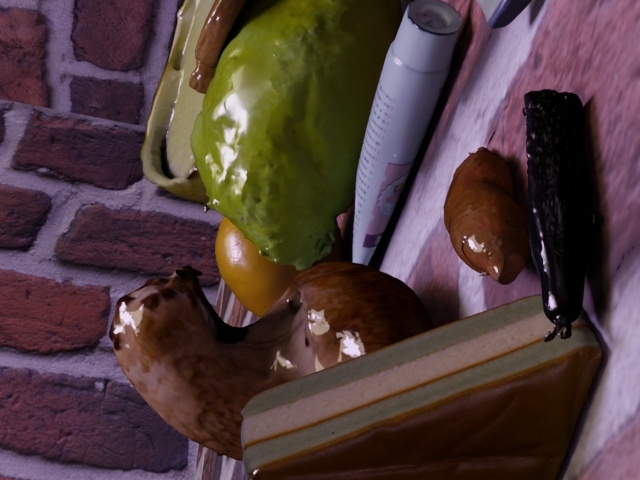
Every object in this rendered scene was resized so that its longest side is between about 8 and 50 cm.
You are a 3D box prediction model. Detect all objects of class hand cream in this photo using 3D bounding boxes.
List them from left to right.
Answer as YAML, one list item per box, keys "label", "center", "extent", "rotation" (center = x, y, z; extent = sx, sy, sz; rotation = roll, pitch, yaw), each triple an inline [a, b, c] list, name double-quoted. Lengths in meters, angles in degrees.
- label: "hand cream"
  center: [0.060, -0.082, 1.005]
  extent: [0.331, 0.058, 0.085]
  rotation: [109, 166, -47]

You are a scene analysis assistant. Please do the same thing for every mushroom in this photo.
- label: "mushroom"
  center: [-0.013, 0.136, 0.833]
  extent: [0.267, 0.254, 0.267]
  rotation: [2, -90, -73]

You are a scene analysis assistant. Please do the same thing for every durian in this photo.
- label: "durian"
  center: [-0.019, -0.167, 1.145]
  extent: [0.256, 0.204, 0.339]
  rotation: [-92, 18, -67]

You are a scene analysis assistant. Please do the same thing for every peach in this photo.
- label: "peach"
  center: [-0.044, 0.016, 1.244]
  extent: [0.103, 0.179, 0.179]
  rotation: [-15, 57, 37]

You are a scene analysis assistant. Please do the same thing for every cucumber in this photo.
- label: "cucumber"
  center: [0.130, -0.012, 0.567]
  extent: [0.043, 0.039, 0.163]
  rotation: [47, -143, -47]

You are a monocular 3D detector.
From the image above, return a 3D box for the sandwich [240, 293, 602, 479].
- label: "sandwich"
  center: [0.049, 0.075, 0.560]
  extent: [0.079, 0.163, 0.113]
  rotation: [-100, 23, -65]

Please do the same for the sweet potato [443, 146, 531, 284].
- label: "sweet potato"
  center: [0.106, -0.024, 0.689]
  extent: [0.195, 0.056, 0.056]
  rotation: [-83, 7, -61]

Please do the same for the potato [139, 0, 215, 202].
- label: "potato"
  center: [-0.092, -0.171, 1.446]
  extent: [0.280, 0.213, 0.330]
  rotation: [-64, 33, 10]

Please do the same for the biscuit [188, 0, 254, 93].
- label: "biscuit"
  center: [-0.098, -0.251, 1.170]
  extent: [0.184, 0.035, 0.249]
  rotation: [-63, 5, -2]

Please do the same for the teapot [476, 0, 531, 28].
- label: "teapot"
  center: [0.109, -0.240, 0.733]
  extent: [0.108, 0.111, 0.149]
  rotation: [-48, 24, 47]
